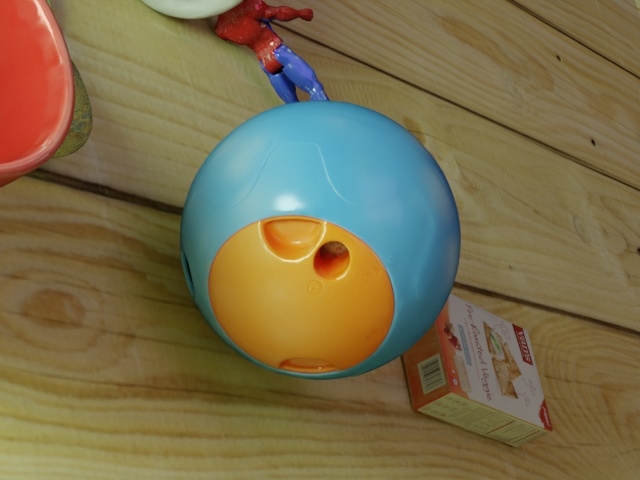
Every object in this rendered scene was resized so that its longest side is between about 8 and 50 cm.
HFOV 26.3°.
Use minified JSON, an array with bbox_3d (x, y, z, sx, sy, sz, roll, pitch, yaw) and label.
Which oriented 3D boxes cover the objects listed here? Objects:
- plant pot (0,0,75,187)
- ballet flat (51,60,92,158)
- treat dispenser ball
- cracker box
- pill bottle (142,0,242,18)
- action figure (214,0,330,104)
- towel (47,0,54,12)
[{"bbox_3d":[-0.364,-0.109,1.015,0.275,0.243,0.275,36,37,-34],"label":"plant pot"},{"bbox_3d":[-0.335,-0.228,1.281,0.348,0.123,0.123,54,30,-4],"label":"ballet flat"},{"bbox_3d":[0.000,0.000,1.410,0.288,0.288,0.288,36,37,-33],"label":"treat dispenser ball"},{"bbox_3d":[0.199,0.165,1.779,0.232,0.067,0.155,26,44,-44],"label":"cracker box"},{"bbox_3d":[-0.161,-0.419,1.678,0.162,0.162,0.278,30,41,-40],"label":"pill bottle"},{"bbox_3d":[-0.038,-0.242,1.774,0.280,0.091,0.139,51,37,-16],"label":"action figure"},{"bbox_3d":[-0.333,-0.256,1.411,0.148,0.027,0.110,24,45,-45],"label":"towel"}]
